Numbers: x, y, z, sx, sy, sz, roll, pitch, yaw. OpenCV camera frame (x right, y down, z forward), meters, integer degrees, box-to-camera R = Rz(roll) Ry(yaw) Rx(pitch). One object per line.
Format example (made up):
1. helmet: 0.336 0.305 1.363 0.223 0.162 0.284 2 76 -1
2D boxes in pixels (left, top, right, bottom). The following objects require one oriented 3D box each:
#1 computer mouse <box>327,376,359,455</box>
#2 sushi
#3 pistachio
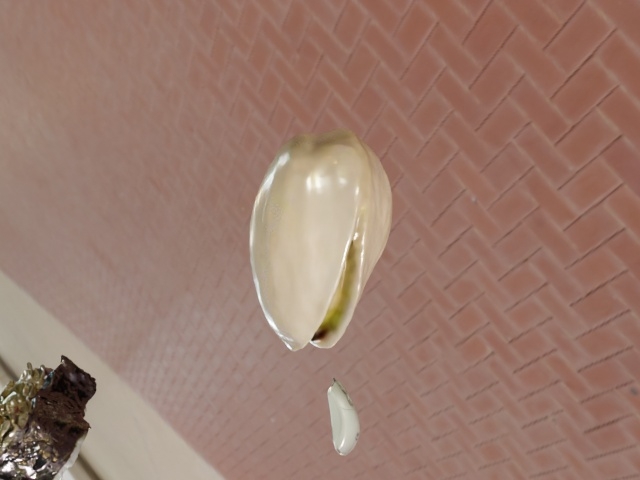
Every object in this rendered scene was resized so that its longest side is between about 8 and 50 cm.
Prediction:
1. computer mouse: 0.036 0.248 1.085 0.032 0.056 0.110 -12 81 20
2. sushi: -0.390 0.245 1.061 0.115 0.147 0.212 40 -173 -21
3. pistachio: 0.000 0.000 1.114 0.226 0.208 0.331 27 106 57
